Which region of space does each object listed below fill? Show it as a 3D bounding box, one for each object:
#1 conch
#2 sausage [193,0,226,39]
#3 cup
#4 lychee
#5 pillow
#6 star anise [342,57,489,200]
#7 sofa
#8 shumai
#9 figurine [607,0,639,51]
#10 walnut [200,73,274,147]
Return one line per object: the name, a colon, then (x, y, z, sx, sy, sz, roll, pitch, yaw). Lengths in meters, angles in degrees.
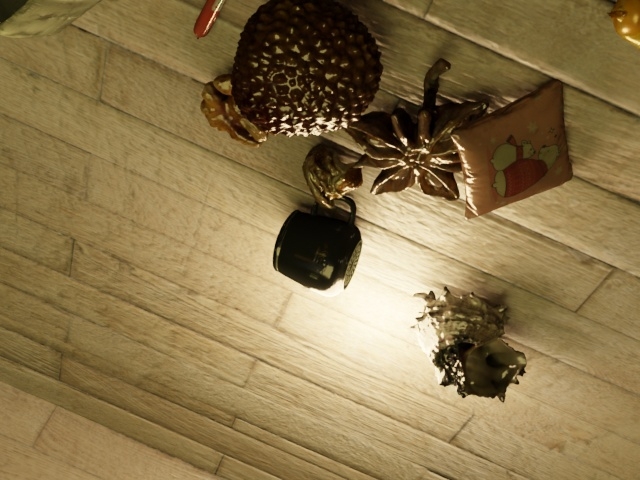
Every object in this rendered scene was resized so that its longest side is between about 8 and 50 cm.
conch: (0.343, 0.222, 1.981, 0.241, 0.186, 0.313, -36, 93, 34)
sausage: (-0.179, -0.455, 1.591, 0.034, 0.034, 0.253, 32, 138, -10)
cup: (0.000, 0.000, 1.911, 0.176, 0.169, 0.223, 20, 104, 14)
lychee: (-0.021, -0.296, 1.523, 0.267, 0.267, 0.267, 12, 137, 12)
pillow: (0.349, -0.157, 1.592, 0.223, 0.084, 0.236, -22, 131, -4)
star anise: (0.188, -0.191, 1.651, 0.292, 0.109, 0.349, -17, 138, 17)
sofa: (-0.545, -0.520, 1.653, 0.210, 0.176, 0.225, -23, 93, 39)
shumai: (0.031, -0.137, 1.786, 0.116, 0.145, 0.145, -19, 127, 10)
figurine: (0.562, -0.343, 1.322, 0.246, 0.131, 0.156, 8, 102, 18)
walnut: (-0.159, -0.265, 1.753, 0.143, 0.069, 0.170, -25, 121, 38)
